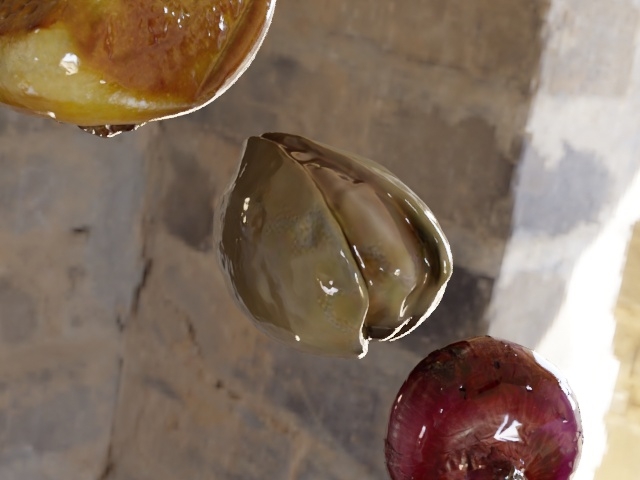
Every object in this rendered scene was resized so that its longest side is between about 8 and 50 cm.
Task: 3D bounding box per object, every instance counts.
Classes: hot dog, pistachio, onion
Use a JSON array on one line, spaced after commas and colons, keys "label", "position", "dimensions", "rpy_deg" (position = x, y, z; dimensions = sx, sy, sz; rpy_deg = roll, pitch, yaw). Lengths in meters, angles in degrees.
[{"label": "hot dog", "position": [-0.168, -0.258, 1.353], "dimensions": [0.185, 0.405, 0.223], "rpy_deg": [7, -30, 41]}, {"label": "pistachio", "position": [0.000, 0.000, 1.116], "dimensions": [0.162, 0.182, 0.293], "rpy_deg": [-20, 19, -13]}, {"label": "onion", "position": [0.125, 0.146, 0.963], "dimensions": [0.150, 0.150, 0.140], "rpy_deg": [5, 6, -15]}]
